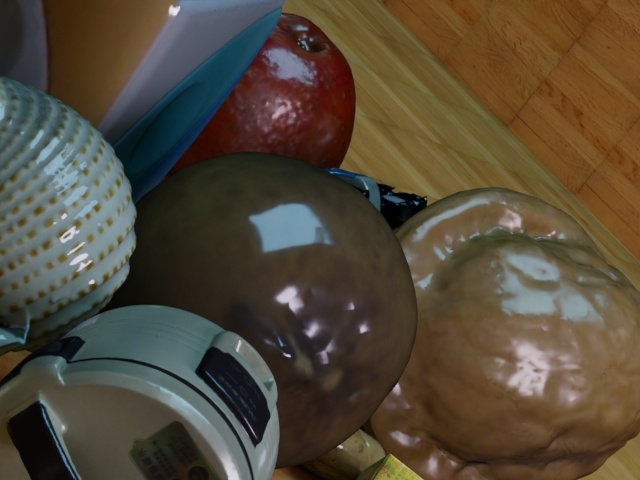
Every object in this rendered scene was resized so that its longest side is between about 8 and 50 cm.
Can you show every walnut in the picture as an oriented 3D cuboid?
[{"bbox_3d":[0.189,0.124,1.904,0.383,0.383,0.383,34,18,-13],"label":"walnut"}]

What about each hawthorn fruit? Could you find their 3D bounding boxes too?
[{"bbox_3d":[-0.081,-0.159,2.180,0.284,0.284,0.284,34,18,-13],"label":"hawthorn fruit"}]

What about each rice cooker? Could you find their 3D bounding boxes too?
[{"bbox_3d":[-0.144,0.168,1.270,0.226,0.226,0.244,38,19,-2],"label":"rice cooker"}]

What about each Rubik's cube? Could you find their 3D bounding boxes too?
[{"bbox_3d":[-0.289,-0.230,1.770,0.352,0.347,0.351,40,18,5],"label":"Rubik's cube"}]

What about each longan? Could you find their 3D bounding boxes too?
[{"bbox_3d":[-0.065,0.063,1.561,0.319,0.319,0.319,34,18,-13],"label":"longan"}]

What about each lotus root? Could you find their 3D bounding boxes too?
[{"bbox_3d":[0.013,0.212,1.719,0.152,0.072,0.063,35,59,-32],"label":"lotus root"}]

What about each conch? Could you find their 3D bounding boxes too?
[{"bbox_3d":[-0.324,-0.025,1.387,0.319,0.215,0.303,49,53,7],"label":"conch"}]

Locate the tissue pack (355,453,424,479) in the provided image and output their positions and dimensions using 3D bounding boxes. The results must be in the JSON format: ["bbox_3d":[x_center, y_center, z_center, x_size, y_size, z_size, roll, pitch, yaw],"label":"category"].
[{"bbox_3d":[0.106,0.294,1.649,0.176,0.062,0.095,37,-24,-3],"label":"tissue pack"}]

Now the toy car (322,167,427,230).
[{"bbox_3d":[0.000,0.000,2.052,0.190,0.188,0.255,24,14,37],"label":"toy car"}]
